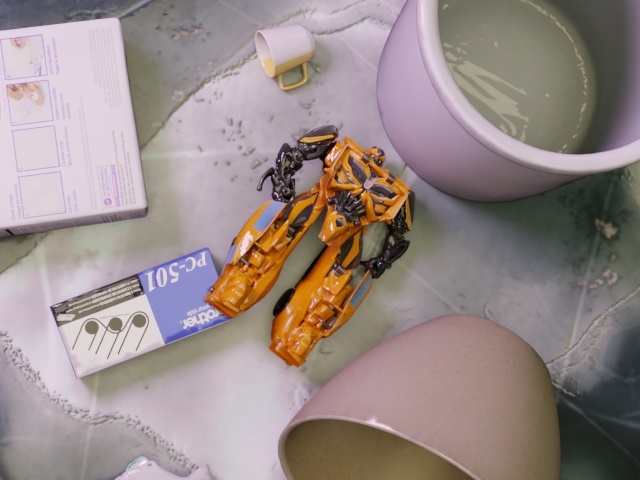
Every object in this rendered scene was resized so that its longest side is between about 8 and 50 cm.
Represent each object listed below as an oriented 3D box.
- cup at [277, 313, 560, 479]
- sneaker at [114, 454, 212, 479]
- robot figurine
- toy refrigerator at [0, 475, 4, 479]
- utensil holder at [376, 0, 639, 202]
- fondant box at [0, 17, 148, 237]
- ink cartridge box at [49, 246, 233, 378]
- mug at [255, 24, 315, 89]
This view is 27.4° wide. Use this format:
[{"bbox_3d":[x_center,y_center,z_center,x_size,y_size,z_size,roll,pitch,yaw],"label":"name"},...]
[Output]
[{"bbox_3d":[0.150,0.226,1.547,0.331,0.331,0.237,36,58,-2],"label":"cup"},{"bbox_3d":[-0.234,0.308,1.600,0.212,0.080,0.094,2,73,-13],"label":"sneaker"},{"bbox_3d":[0.000,0.000,1.625,0.211,0.085,0.291,38,77,-15],"label":"robot figurine"},{"bbox_3d":[-0.360,0.404,1.559,0.102,0.094,0.269,-36,89,-8],"label":"toy refrigerator"},{"bbox_3d":[0.242,-0.216,1.535,0.328,0.385,0.327,0,86,-6],"label":"utensil holder"},{"bbox_3d":[-0.390,-0.127,1.602,0.330,0.096,0.238,-8,86,-8],"label":"fondant box"},{"bbox_3d":[-0.220,0.089,1.627,0.207,0.046,0.097,-20,89,-8],"label":"ink cartridge box"},{"bbox_3d":[-0.043,-0.241,1.678,0.064,0.078,0.062,-20,55,-16],"label":"mug"}]
